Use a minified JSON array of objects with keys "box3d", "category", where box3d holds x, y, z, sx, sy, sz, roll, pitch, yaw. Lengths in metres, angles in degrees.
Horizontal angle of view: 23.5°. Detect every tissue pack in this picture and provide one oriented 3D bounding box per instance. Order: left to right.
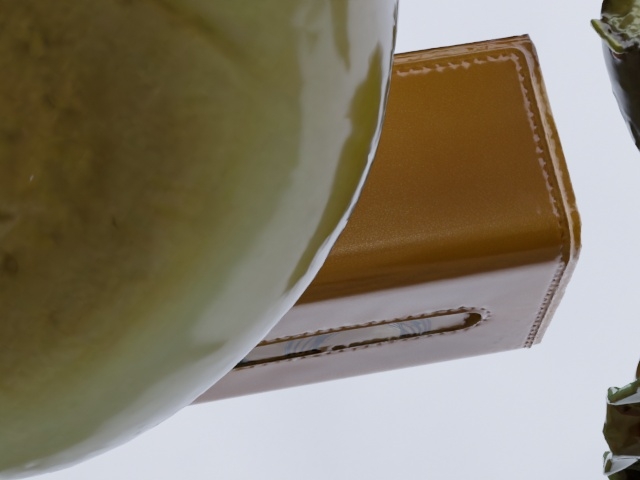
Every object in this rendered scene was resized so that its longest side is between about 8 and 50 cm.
[{"box3d":[0.000,0.000,0.943,0.194,0.274,0.145,93,-13,-68],"category":"tissue pack"}]

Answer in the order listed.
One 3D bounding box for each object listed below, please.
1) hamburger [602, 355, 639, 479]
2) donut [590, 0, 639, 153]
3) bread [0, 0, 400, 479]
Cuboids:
[{"box3d":[0.247,0.089,0.622,0.274,0.274,0.212,129,-35,-50],"category":"hamburger"},{"box3d":[0.347,-0.080,1.203,0.345,0.136,0.259,47,-20,62],"category":"donut"},{"box3d":[-0.139,-0.081,0.425,0.160,0.333,0.333,-111,-168,-62],"category":"bread"}]
